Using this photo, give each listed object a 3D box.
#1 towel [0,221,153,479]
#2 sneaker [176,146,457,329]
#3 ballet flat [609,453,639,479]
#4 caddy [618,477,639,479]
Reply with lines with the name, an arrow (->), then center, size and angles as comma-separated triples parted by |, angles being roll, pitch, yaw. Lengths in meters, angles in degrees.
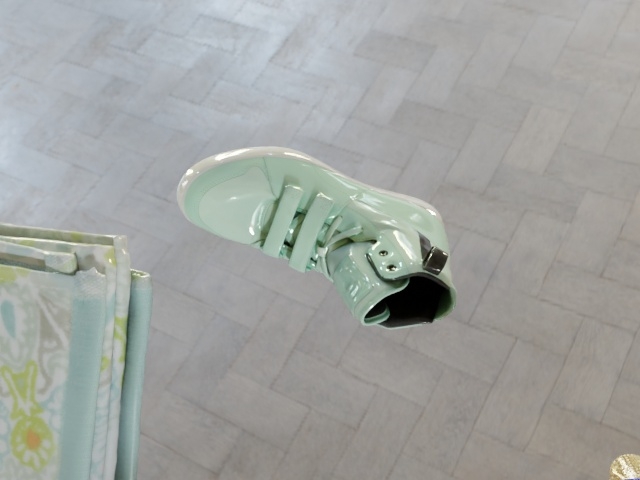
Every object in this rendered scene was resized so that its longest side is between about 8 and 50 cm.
towel -> -0.315, 0.162, 0.699 | 0.320, 0.090, 0.374 | 8, 94, 18
sneaker -> 0.001, 0.000, 0.681 | 0.256, 0.094, 0.151 | 11, 29, -11
ballet flat -> 0.316, 0.276, 0.686 | 0.073, 0.067, 0.206 | -18, 56, -1
caddy -> 0.301, 0.316, 0.534 | 0.241, 0.179, 0.341 | -19, 65, -29
